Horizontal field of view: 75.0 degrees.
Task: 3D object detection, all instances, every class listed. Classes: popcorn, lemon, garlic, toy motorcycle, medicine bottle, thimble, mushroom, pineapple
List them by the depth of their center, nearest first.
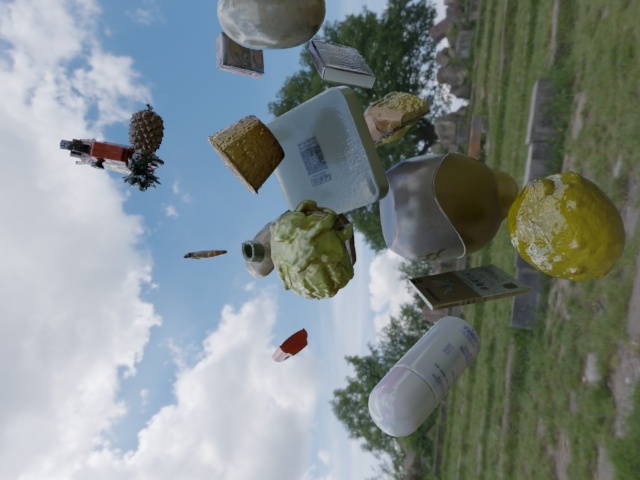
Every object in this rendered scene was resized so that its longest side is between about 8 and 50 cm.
[{"bbox_3d":[-0.109,-0.528,0.885,0.244,0.244,0.243,7,-90,-68],"label":"mushroom"},{"bbox_3d":[-0.018,0.030,0.998,0.256,0.195,0.254,-112,17,-54],"label":"popcorn"},{"bbox_3d":[0.249,0.325,1.002,0.341,0.130,0.130,-33,-51,-36],"label":"medicine bottle"},{"bbox_3d":[-0.443,-0.235,1.054,0.083,0.103,0.221,6,-89,-56],"label":"pineapple"},{"bbox_3d":[0.677,-0.029,1.162,0.285,0.286,0.315,-57,-41,-47],"label":"lemon"},{"bbox_3d":[-0.619,-0.251,1.269,0.171,0.299,0.089,-133,53,-84],"label":"toy motorcycle"},{"bbox_3d":[-0.279,0.044,1.712,0.062,0.110,0.084,9,-61,-46],"label":"thimble"},{"bbox_3d":[-0.226,0.007,1.871,0.338,0.151,0.196,-64,2,-21],"label":"garlic"}]

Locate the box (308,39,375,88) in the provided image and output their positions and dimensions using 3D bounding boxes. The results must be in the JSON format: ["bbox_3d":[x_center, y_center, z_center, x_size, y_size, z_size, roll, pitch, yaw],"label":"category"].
[{"bbox_3d":[0.043,-0.391,0.922,0.177,0.115,0.035,-105,24,-47],"label":"box"}]

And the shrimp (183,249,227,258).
[{"bbox_3d":[-0.339,0.041,1.227,0.127,0.091,0.025,-4,-90,-24],"label":"shrimp"}]

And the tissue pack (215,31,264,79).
[{"bbox_3d":[-0.270,-0.616,1.397,0.155,0.065,0.115,0,-95,-38],"label":"tissue pack"}]

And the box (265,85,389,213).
[{"bbox_3d":[0.006,-0.257,1.349,0.090,0.368,0.372,-33,-76,-50],"label":"box"}]

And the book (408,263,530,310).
[{"bbox_3d":[0.467,0.145,1.342,0.217,0.311,0.021,-114,15,-71],"label":"book"}]

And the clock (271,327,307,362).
[{"bbox_3d":[-0.105,0.382,1.481,0.113,0.061,0.155,-33,-12,-29],"label":"clock"}]

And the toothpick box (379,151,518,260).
[{"bbox_3d":[0.454,-0.130,1.556,0.409,0.426,0.407,176,90,-88],"label":"toothpick box"}]

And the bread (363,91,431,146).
[{"bbox_3d":[0.243,-0.433,1.509,0.204,0.262,0.162,-38,-85,-28],"label":"bread"}]

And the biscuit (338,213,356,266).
[{"bbox_3d":[0.000,0.000,1.617,0.046,0.359,0.358,-23,-61,-41],"label":"biscuit"}]

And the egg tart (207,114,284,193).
[{"bbox_3d":[-0.192,-0.240,1.146,0.147,0.202,0.202,-39,-33,-5],"label":"egg tart"}]
